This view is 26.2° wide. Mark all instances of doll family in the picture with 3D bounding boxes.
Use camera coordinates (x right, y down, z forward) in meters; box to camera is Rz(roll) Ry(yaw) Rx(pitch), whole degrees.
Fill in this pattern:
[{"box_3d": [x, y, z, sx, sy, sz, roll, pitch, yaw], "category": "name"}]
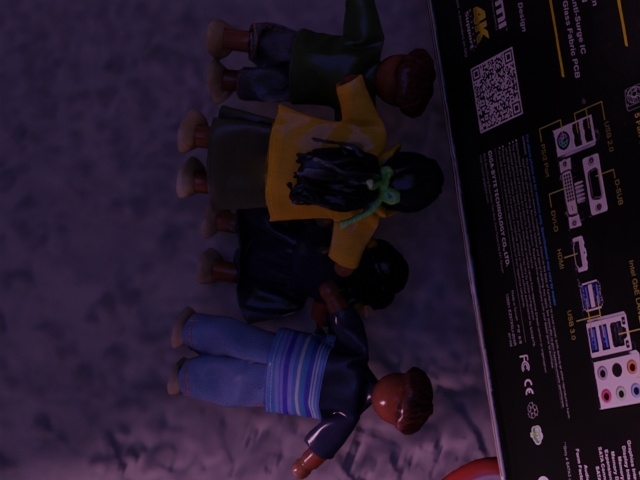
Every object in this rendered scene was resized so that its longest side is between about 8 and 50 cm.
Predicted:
[{"box_3d": [0.000, 0.000, 0.555, 0.111, 0.076, 0.193, 9, 114, 12], "category": "doll family"}]

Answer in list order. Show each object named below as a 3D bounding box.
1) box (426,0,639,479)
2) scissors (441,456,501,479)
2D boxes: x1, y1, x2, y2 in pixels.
[{"box_3d": [0.153, -0.012, 0.453, 0.079, 0.257, 0.322, -1, 77, -34], "category": "box"}, {"box_3d": [-0.021, 0.179, 0.569, 0.297, 0.021, 0.109, -20, 82, 4], "category": "scissors"}]
